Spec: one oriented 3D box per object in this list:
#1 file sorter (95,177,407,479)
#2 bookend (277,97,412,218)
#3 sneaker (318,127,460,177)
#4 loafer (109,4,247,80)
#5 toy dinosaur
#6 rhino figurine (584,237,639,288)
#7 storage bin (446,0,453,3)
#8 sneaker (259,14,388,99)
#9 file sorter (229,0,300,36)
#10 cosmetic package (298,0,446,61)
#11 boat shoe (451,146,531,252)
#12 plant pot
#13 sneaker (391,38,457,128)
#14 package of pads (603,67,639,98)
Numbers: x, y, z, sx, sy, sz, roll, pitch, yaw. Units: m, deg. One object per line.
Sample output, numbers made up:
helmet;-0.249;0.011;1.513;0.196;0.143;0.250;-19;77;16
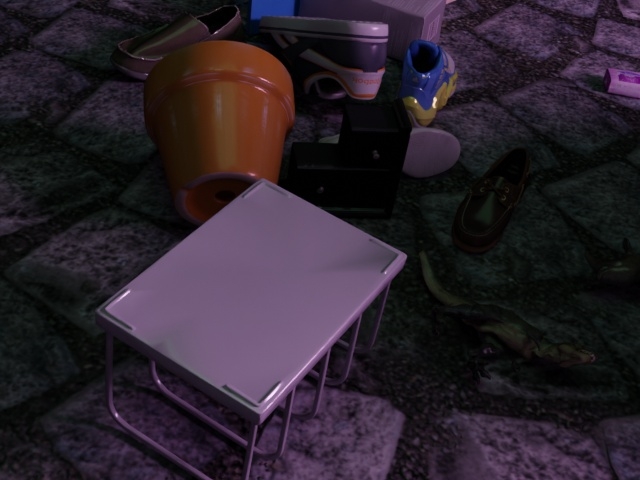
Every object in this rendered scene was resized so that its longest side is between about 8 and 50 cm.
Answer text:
file sorter;-0.072;0.102;1.034;0.193;0.173;0.278;28;43;19
bookend;0.029;-0.112;1.326;0.156;0.157;0.072;2;40;-12
sneaker;0.099;-0.143;1.449;0.212;0.080;0.094;-3;30;-15
loafer;-0.228;-0.329;1.580;0.251;0.087;0.094;-26;52;-36
toy dinosaur;0.195;0.104;1.186;0.268;0.064;0.118;33;38;28
rhino figurine;0.459;0.066;1.275;0.243;0.073;0.106;24;45;18
storage bin;0.202;-0.596;1.968;0.260;0.123;0.262;36;46;28
sneaker;-0.008;-0.299;1.581;0.126;0.127;0.321;-5;17;-27
file sorter;-0.106;-0.467;1.709;0.118;0.170;0.104;-27;50;-36
cosmetic package;0.091;-0.412;1.743;0.238;0.107;0.127;21;41;17
boat shoe;0.244;-0.064;1.383;0.073;0.073;0.207;23;42;13
plant pot;-0.130;-0.125;1.294;0.205;0.205;0.187;1;57;-12
sneaker;0.181;-0.281;1.583;0.091;0.126;0.240;16;40;6
package of pads;0.547;-0.278;1.736;0.083;0.032;0.050;9;38;-2
